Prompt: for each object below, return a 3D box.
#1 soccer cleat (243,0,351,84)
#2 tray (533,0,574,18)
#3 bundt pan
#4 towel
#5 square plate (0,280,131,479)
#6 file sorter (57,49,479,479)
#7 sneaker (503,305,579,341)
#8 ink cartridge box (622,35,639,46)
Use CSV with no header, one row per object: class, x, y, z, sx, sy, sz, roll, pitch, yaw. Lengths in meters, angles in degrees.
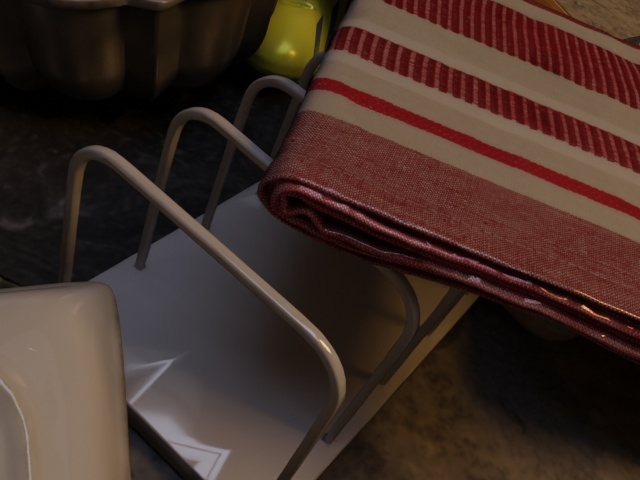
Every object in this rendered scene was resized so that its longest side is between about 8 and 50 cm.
soccer cleat,0.000,-0.261,0.746,0.093,0.121,0.289,29,44,3
tray,0.105,-0.292,0.705,0.411,0.076,0.203,50,35,6
bundt pan,-0.183,-0.233,0.613,0.330,0.124,0.331,6,45,-6
towel,0.116,-0.077,0.442,0.237,0.037,0.329,23,42,-3
square plate,-0.225,0.173,0.221,0.344,0.049,0.347,-3,61,-21
file sorter,0.000,0.000,0.461,0.193,0.173,0.277,40,45,14
sneaker,0.144,-0.061,0.588,0.108,0.121,0.302,-34,76,-28
ink cartridge box,0.384,-0.183,0.891,0.303,0.072,0.307,-22,62,-38
